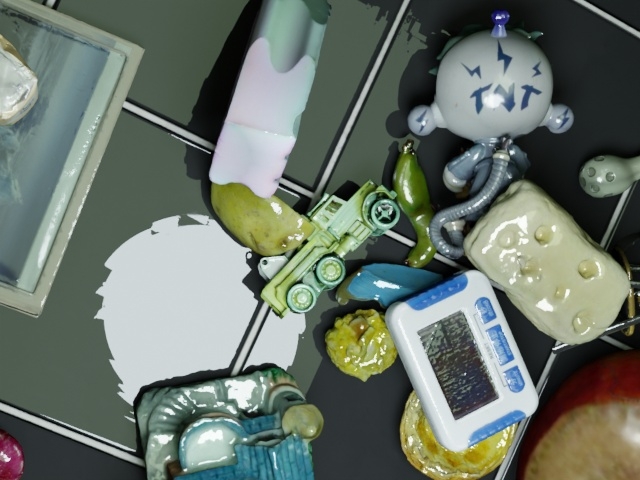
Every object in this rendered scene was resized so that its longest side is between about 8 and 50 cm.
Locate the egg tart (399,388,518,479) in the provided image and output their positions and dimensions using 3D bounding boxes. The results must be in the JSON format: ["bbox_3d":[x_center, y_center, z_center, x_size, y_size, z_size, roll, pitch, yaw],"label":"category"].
[{"bbox_3d":[0.224,0.297,1.766,0.212,0.090,0.212,-1,94,-16],"label":"egg tart"}]

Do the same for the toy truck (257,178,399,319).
[{"bbox_3d":[0.004,0.000,1.680,0.259,0.128,0.135,-42,88,-8],"label":"toy truck"}]

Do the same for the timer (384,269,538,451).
[{"bbox_3d":[0.220,0.187,1.686,0.178,0.078,0.253,-23,94,-13],"label":"timer"}]

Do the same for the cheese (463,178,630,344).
[{"bbox_3d":[0.344,0.041,1.610,0.263,0.093,0.159,41,100,-14],"label":"cheese"}]

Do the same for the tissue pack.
[{"bbox_3d":[-0.470,-0.247,1.465,0.090,0.222,0.186,-45,101,-10],"label":"tissue pack"}]

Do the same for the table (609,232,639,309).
[{"bbox_3d":[0.565,0.055,1.858,0.133,0.043,0.133,-1,94,-14],"label":"table"}]

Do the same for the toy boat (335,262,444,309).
[{"bbox_3d":[0.118,0.086,1.735,0.185,0.075,0.077,10,123,-19],"label":"toy boat"}]

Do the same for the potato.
[{"bbox_3d":[-0.103,-0.039,1.615,0.081,0.149,0.120,-56,140,-9],"label":"potato"}]

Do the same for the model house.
[{"bbox_3d":[-0.117,0.323,1.563,0.267,0.325,0.194,-9,97,-13],"label":"model house"}]

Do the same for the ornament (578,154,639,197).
[{"bbox_3d":[0.515,-0.115,1.823,0.156,0.081,0.075,-15,63,-16],"label":"ornament"}]

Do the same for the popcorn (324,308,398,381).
[{"bbox_3d":[0.069,0.166,1.709,0.120,0.106,0.116,19,111,-10],"label":"popcorn"}]

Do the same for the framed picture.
[{"bbox_3d":[-0.493,-0.146,1.593,0.326,0.028,0.446,21,88,-14],"label":"framed picture"}]

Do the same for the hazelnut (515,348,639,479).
[{"bbox_3d":[0.510,0.367,1.705,0.359,0.359,0.409,22,121,-14],"label":"hazelnut"}]

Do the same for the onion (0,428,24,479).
[{"bbox_3d":[-0.494,0.328,1.587,0.107,0.097,0.107,6,110,17],"label":"onion"}]

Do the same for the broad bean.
[{"bbox_3d":[0.154,-0.060,1.747,0.070,0.048,0.213,-11,99,-13],"label":"broad bean"}]

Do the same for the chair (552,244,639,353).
[{"bbox_3d":[0.489,0.095,1.749,0.247,0.159,0.172,-8,98,7],"label":"chair"}]

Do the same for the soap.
[{"bbox_3d":[-0.068,-0.245,1.589,0.109,0.193,0.324,19,49,-7],"label":"soap"}]

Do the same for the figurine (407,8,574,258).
[{"bbox_3d":[0.277,-0.167,1.701,0.261,0.186,0.382,-2,95,-19],"label":"figurine"}]
